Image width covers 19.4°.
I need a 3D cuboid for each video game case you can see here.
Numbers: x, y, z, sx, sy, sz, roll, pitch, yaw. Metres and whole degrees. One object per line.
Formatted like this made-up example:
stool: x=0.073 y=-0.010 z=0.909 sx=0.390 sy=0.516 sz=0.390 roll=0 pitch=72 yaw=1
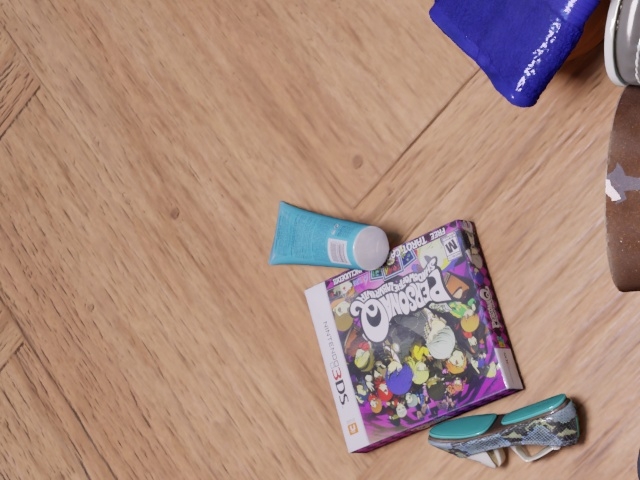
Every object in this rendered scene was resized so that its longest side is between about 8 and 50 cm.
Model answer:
video game case: x=0.104 y=0.114 z=2.187 sx=0.232 sy=0.042 sz=0.210 roll=-25 pitch=71 yaw=31

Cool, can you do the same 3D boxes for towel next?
towel: x=0.259 y=-0.312 z=2.029 sx=0.308 sy=0.076 sz=0.227 roll=-57 pitch=38 yaw=19

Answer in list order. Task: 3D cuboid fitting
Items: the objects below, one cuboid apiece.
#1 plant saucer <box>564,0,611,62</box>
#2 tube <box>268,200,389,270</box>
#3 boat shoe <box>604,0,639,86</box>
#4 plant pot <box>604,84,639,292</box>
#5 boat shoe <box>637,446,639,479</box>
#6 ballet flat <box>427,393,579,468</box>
plant saucer: x=0.256 y=-0.300 z=2.126 sx=0.200 sy=0.037 sz=0.200 roll=-4 pitch=84 yaw=35
tube: x=0.000 y=0.000 z=2.252 sx=0.207 sy=0.052 sz=0.080 roll=10 pitch=85 yaw=54
boat shoe: x=0.394 y=-0.298 z=1.986 sx=0.091 sy=0.109 sz=0.305 roll=26 pitch=96 yaw=39
plant pot: x=0.423 y=-0.048 z=1.900 sx=0.230 sy=0.215 sz=0.215 roll=3 pitch=87 yaw=21
boat shoe: x=0.468 y=0.103 z=1.782 sx=0.187 sy=0.156 sz=0.500 roll=53 pitch=133 yaw=23
ballet flat: x=0.206 y=0.223 z=2.098 sx=0.188 sy=0.070 sz=0.070 roll=-17 pitch=76 yaw=37
